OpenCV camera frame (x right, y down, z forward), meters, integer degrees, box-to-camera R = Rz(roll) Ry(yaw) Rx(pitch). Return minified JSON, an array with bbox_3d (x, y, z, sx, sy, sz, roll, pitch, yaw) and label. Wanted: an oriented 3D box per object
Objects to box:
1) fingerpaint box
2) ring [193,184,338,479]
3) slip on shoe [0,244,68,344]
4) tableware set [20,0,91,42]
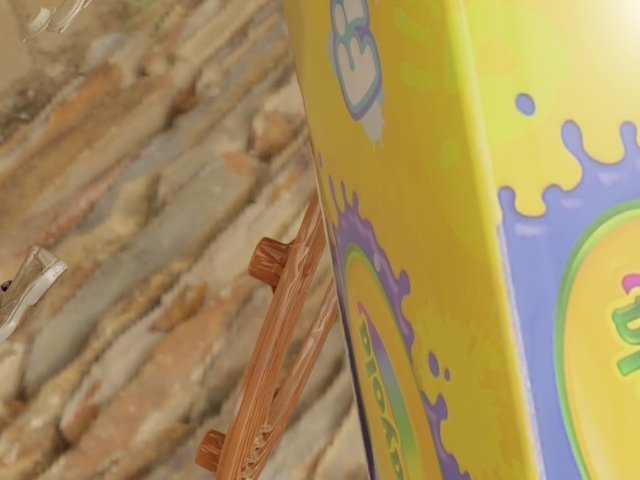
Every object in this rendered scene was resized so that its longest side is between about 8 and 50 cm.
[{"bbox_3d":[0.177,-0.116,0.506,0.371,0.163,0.445,-10,90,-17],"label":"fingerpaint box"},{"bbox_3d":[0.000,0.000,0.866,0.336,0.032,0.337,23,90,-84],"label":"ring"},{"bbox_3d":[-0.306,0.058,1.520,0.135,0.041,0.051,-47,-177,32],"label":"slip on shoe"},{"bbox_3d":[-0.317,-0.311,1.909,0.020,0.168,0.141,43,70,-31],"label":"tableware set"}]
